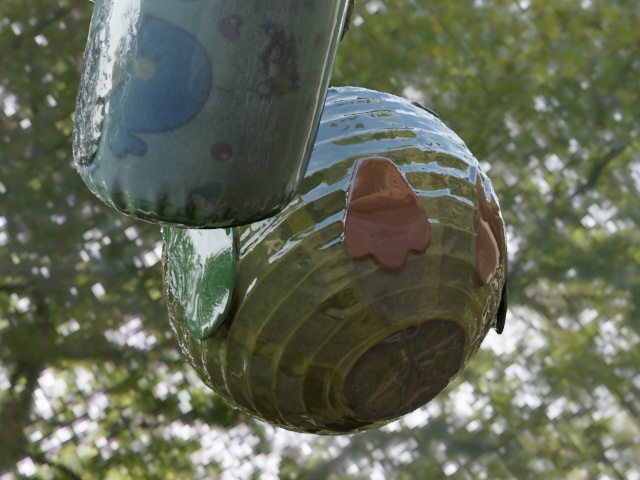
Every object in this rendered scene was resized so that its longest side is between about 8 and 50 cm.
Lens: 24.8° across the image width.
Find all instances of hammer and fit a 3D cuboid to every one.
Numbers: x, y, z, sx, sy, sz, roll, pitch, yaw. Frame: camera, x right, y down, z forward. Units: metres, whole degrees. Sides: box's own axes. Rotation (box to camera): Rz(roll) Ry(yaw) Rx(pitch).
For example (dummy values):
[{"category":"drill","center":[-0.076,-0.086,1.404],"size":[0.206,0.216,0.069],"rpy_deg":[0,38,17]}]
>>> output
[{"category":"hammer","center":[-0.111,-0.145,0.766],"size":[0.119,0.335,0.206],"rpy_deg":[4,-72,-39]}]

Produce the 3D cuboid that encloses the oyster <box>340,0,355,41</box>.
[{"category":"oyster","center":[-0.102,-0.303,1.358],"size":[0.351,0.162,0.158],"rpy_deg":[34,-28,-25]}]

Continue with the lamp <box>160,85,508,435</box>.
[{"category":"lamp","center":[0.000,0.000,1.032],"size":[0.250,0.284,0.250],"rpy_deg":[-17,-46,-19]}]
